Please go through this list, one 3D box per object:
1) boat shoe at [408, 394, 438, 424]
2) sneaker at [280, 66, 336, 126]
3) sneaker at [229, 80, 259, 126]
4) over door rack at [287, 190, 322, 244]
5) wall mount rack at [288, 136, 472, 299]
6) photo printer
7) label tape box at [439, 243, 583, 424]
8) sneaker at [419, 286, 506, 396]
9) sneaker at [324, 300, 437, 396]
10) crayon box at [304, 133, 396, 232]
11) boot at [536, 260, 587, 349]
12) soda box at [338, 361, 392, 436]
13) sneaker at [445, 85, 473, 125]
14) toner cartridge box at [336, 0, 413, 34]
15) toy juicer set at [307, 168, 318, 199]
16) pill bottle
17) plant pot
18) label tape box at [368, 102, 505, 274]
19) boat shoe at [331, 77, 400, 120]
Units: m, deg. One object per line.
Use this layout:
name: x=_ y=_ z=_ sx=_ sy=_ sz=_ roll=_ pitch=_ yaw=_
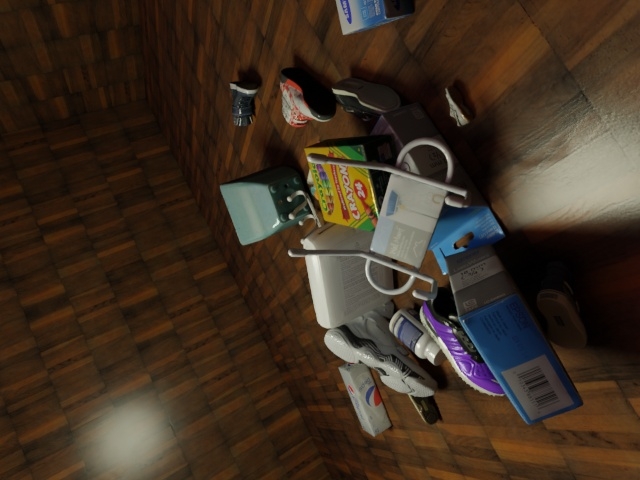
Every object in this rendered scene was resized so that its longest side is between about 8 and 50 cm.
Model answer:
boat shoe: x=0.311 y=0.493 z=1.463 sx=0.072 sy=0.068 sz=0.190 roll=-171 pitch=61 yaw=-81
sneaker: x=-0.037 y=-0.385 z=1.347 sx=0.270 sy=0.090 sz=0.145 roll=53 pitch=154 yaw=35
sneaker: x=-0.281 y=-0.508 z=1.721 sx=0.226 sy=0.086 sz=0.164 roll=-137 pitch=42 yaw=-60
over door rack: x=0.000 y=0.000 z=1.495 sx=0.324 sy=0.108 sz=0.240 roll=47 pitch=166 yaw=51
wall mount rack: x=0.114 y=-0.037 z=0.899 sx=0.304 sy=0.130 sz=0.350 roll=19 pitch=116 yaw=12
photo printer: x=0.084 y=0.072 z=1.304 sx=0.107 sy=0.256 sz=0.308 roll=38 pitch=144 yaw=52
label tape box: x=0.349 y=0.140 z=0.888 sx=0.241 sy=0.106 sz=0.334 roll=56 pitch=-162 yaw=-12
sneaker: x=0.347 y=0.226 z=1.079 sx=0.293 sy=0.102 sz=0.146 roll=49 pitch=156 yaw=33
sneaker: x=0.212 y=0.312 z=1.408 sx=0.365 sy=0.210 sz=0.137 roll=28 pitch=147 yaw=7
crayon box: x=0.065 y=-0.139 z=1.096 sx=0.318 sy=0.081 sz=0.202 roll=17 pitch=128 yaw=61
boot: x=0.450 y=0.122 z=0.840 sx=0.069 sy=0.086 sz=0.190 roll=2 pitch=143 yaw=39
soda box: x=0.176 y=0.618 z=1.816 sx=0.098 sy=0.091 sz=0.286 roll=-12 pitch=101 yaw=67
sneaker: x=0.264 y=-0.263 z=0.901 sx=0.083 sy=0.032 sz=0.037 roll=64 pitch=156 yaw=6
toner cartridge box: x=0.078 y=-0.614 z=0.913 sx=0.165 sy=0.075 sz=0.348 roll=22 pitch=131 yaw=59
toy juicer set: x=0.021 y=-0.184 z=1.408 sx=0.329 sy=0.089 sz=0.209 roll=45 pitch=148 yaw=41
pill bottle: x=0.280 y=0.268 z=1.277 sx=0.169 sy=0.094 sz=0.094 roll=40 pitch=145 yaw=46
plant pot: x=-0.174 y=-0.141 z=1.690 sx=0.252 sy=0.247 sz=0.248 roll=-4 pitch=109 yaw=53
label tape box: x=0.221 y=-0.093 z=1.048 sx=0.348 sy=0.115 sz=0.249 roll=62 pitch=156 yaw=13
boat shoe: x=0.115 y=-0.329 z=1.102 sx=0.233 sy=0.084 sz=0.079 roll=40 pitch=156 yaw=48
